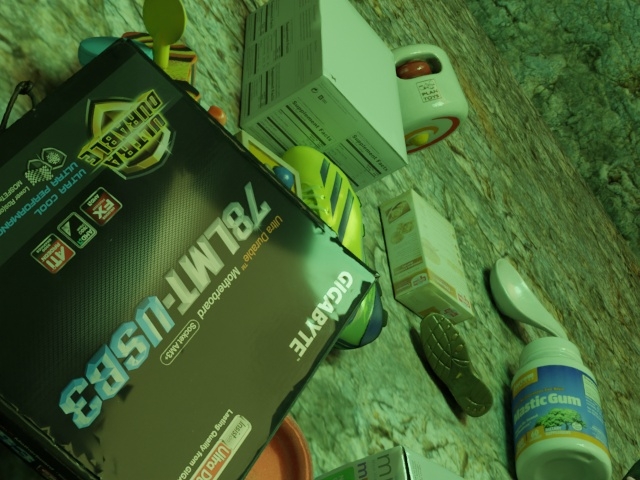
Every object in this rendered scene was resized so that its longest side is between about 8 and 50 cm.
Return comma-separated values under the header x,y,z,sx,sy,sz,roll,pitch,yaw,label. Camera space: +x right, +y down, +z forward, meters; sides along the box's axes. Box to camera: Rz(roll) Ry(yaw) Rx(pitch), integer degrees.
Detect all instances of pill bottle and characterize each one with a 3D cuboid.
x,y,z,sx,sy,sz,roll,pitch,yaw,label
0.404,0.296,1.518,0.152,0.152,0.272,49,28,-26,pill bottle

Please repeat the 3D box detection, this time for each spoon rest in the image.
x,y,z,sx,sy,sz,roll,pitch,yaw,label
0.422,0.157,1.764,0.276,0.084,0.137,60,26,-6,spoon rest

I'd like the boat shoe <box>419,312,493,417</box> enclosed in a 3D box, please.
x,y,z,sx,sy,sz,roll,pitch,yaw,label
0.201,0.189,1.362,0.178,0.064,0.060,59,-5,-10,boat shoe

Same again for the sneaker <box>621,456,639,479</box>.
x,y,z,sx,sy,sz,roll,pitch,yaw,label
0.467,0.443,1.387,0.147,0.296,0.104,21,12,-44,sneaker

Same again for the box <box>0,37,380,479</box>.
x,y,z,sx,sy,sz,roll,pitch,yaw,label
-0.137,0.034,0.668,0.293,0.073,0.295,43,53,-5,box

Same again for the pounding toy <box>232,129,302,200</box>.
x,y,z,sx,sy,sz,roll,pitch,yaw,label
-0.077,-0.053,1.024,0.141,0.100,0.130,35,36,-44,pounding toy

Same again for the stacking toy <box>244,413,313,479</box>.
x,y,z,sx,sy,sz,roll,pitch,yaw,label
-0.079,0.303,0.733,0.309,0.130,0.279,53,53,-12,stacking toy

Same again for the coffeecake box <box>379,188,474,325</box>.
x,y,z,sx,sy,sz,roll,pitch,yaw,label
0.172,0.032,1.438,0.142,0.068,0.185,36,36,-43,coffeecake box

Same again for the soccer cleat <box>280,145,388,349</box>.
x,y,z,sx,sy,sz,roll,pitch,yaw,label
0.001,0.000,1.130,0.121,0.093,0.289,7,59,-54,soccer cleat

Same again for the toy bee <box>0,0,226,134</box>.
x,y,z,sx,sy,sz,roll,pitch,yaw,label
-0.164,-0.123,0.863,0.195,0.162,0.298,100,4,-48,toy bee

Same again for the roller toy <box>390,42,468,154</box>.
x,y,z,sx,sy,sz,roll,pitch,yaw,label
0.144,-0.227,1.495,0.209,0.191,0.146,5,62,-61,roller toy

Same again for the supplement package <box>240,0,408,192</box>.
x,y,z,sx,sy,sz,roll,pitch,yaw,label
0.005,-0.223,1.290,0.204,0.145,0.262,41,33,-37,supplement package

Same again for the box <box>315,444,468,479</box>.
x,y,z,sx,sy,sz,roll,pitch,yaw,label
0.118,0.384,0.935,0.231,0.126,0.262,36,37,-42,box
